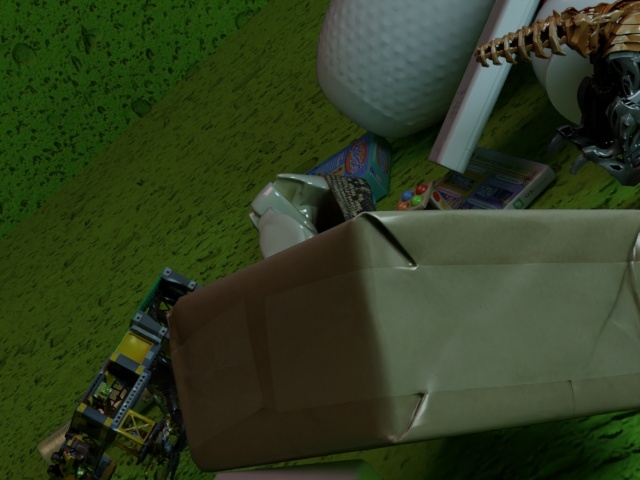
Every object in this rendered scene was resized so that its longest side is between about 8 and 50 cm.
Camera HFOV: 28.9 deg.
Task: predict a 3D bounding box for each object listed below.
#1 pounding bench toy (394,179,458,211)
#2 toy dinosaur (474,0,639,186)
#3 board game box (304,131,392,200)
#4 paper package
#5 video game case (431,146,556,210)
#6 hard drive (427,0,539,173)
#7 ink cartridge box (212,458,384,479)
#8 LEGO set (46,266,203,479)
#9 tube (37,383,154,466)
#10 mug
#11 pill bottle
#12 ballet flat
[{"bbox_3d":[0.123,-0.023,1.520,0.052,0.065,0.083,-25,26,37],"label":"pounding bench toy"},{"bbox_3d":[0.329,-0.182,1.311,0.322,0.218,0.164,10,20,11],"label":"toy dinosaur"},{"bbox_3d":[0.011,-0.071,1.905,0.210,0.047,0.160,-33,22,23],"label":"board game box"},{"bbox_3d":[0.079,0.089,1.059,0.309,0.168,0.325,-2,-12,-32],"label":"paper package"},{"bbox_3d":[0.179,-0.037,1.580,0.193,0.023,0.212,-44,20,-6],"label":"video game case"},{"bbox_3d":[0.217,-0.234,1.563,0.203,0.040,0.307,-73,7,-85],"label":"hard drive"},{"bbox_3d":[-0.030,0.337,0.953,0.198,0.197,0.270,-17,31,47],"label":"ink cartridge box"},{"bbox_3d":[-0.185,0.213,1.586,0.255,0.192,0.331,-63,-1,42],"label":"LEGO set"},{"bbox_3d":[-0.298,0.248,1.809,0.240,0.062,0.070,-39,64,-8],"label":"tube"},{"bbox_3d":[0.174,-0.333,1.875,0.328,0.276,0.374,-53,-18,27],"label":"mug"},{"bbox_3d":[0.356,-0.274,1.519,0.181,0.181,0.323,-27,25,33],"label":"pill bottle"},{"bbox_3d":[0.000,0.000,1.573,0.164,0.182,0.483,-61,18,13],"label":"ballet flat"}]
